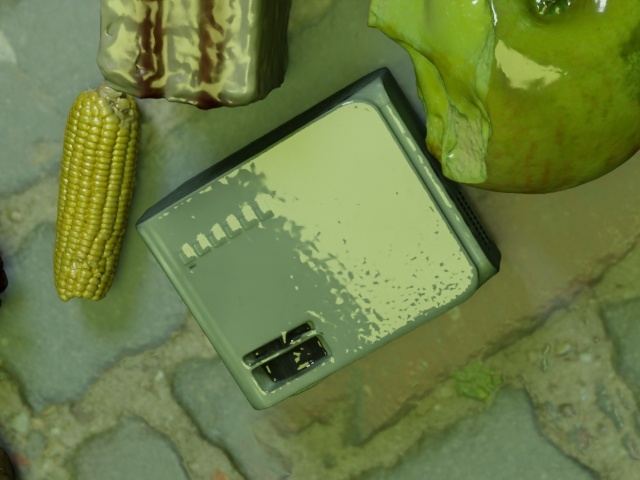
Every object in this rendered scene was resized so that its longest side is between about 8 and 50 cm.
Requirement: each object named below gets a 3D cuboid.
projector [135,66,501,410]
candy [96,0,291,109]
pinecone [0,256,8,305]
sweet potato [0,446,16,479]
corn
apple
[{"bbox_3d":[0.000,0.000,1.400,0.250,0.108,0.198,-30,100,15],"label":"projector"},{"bbox_3d":[-0.090,-0.268,1.290,0.135,0.179,0.321,6,108,7],"label":"candy"},{"bbox_3d":[-0.351,0.044,1.463,0.140,0.121,0.140,4,116,7],"label":"pinecone"},{"bbox_3d":[-0.302,0.310,1.566,0.075,0.075,0.273,-11,107,12],"label":"sweet potato"},{"bbox_3d":[-0.198,-0.042,1.438,0.067,0.067,0.206,12,109,5],"label":"corn"},{"bbox_3d":[0.158,-0.156,1.250,0.246,0.226,0.246,0,92,-2],"label":"apple"}]
